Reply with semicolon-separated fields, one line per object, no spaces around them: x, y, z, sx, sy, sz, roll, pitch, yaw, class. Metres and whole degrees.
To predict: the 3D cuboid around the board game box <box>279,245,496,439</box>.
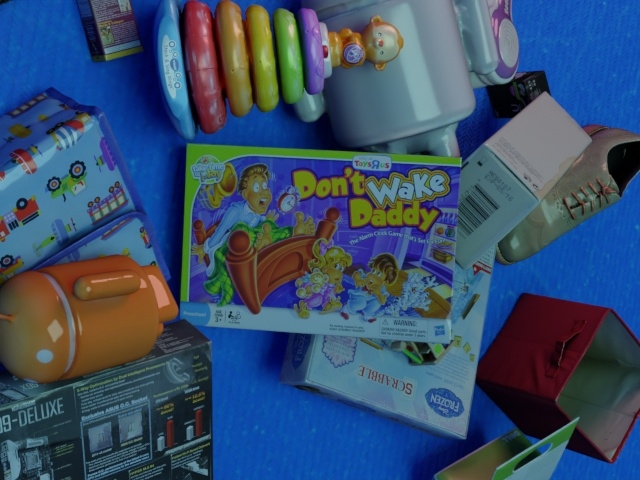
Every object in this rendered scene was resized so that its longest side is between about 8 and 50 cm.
0.110;0.096;1.503;0.318;0.066;0.318;25;68;-34;board game box

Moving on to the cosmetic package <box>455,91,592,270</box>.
0.268;-0.093;1.485;0.113;0.160;0.309;47;34;5;cosmetic package

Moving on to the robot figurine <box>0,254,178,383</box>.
-0.268;0.087;1.138;0.219;0.158;0.128;-11;104;-43;robot figurine

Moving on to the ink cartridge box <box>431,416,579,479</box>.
0.271;0.354;1.588;0.188;0.097;0.255;-21;142;-32;ink cartridge box

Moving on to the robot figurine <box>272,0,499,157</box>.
0.089;-0.256;1.395;0.299;0.200;0.354;-15;99;-6;robot figurine

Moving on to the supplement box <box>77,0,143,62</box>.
-0.257;-0.264;1.257;0.055;0.043;0.083;-21;108;-31;supplement box

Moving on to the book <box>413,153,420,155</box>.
0.167;-0.073;1.528;0.144;0.035;0.096;53;34;5;book

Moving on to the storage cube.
0.400;0.218;1.681;0.215;0.193;0.184;45;70;-29;storage cube

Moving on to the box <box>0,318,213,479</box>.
-0.278;0.251;1.246;0.307;0.076;0.243;-15;119;-33;box

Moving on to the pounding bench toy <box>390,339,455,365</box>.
0.138;0.148;1.439;0.083;0.052;0.065;-41;109;-36;pounding bench toy

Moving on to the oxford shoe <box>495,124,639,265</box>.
0.412;-0.082;1.691;0.348;0.130;0.123;-43;117;-23;oxford shoe

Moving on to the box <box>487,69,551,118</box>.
0.316;-0.231;1.636;0.052;0.083;0.062;-30;112;-30;box

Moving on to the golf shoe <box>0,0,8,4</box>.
-0.399;-0.290;1.142;0.186;0.067;0.086;-26;108;-30;golf shoe

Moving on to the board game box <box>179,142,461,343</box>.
0.000;0.000;1.320;0.347;0.078;0.233;3;95;7;board game box

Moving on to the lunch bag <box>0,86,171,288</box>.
-0.318;0.008;1.216;0.221;0.138;0.293;-38;129;-23;lunch bag

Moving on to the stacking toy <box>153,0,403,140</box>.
-0.046;-0.225;1.263;0.301;0.166;0.175;-7;99;-3;stacking toy

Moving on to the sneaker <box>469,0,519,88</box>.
0.220;-0.351;1.542;0.114;0.152;0.305;38;50;-37;sneaker
